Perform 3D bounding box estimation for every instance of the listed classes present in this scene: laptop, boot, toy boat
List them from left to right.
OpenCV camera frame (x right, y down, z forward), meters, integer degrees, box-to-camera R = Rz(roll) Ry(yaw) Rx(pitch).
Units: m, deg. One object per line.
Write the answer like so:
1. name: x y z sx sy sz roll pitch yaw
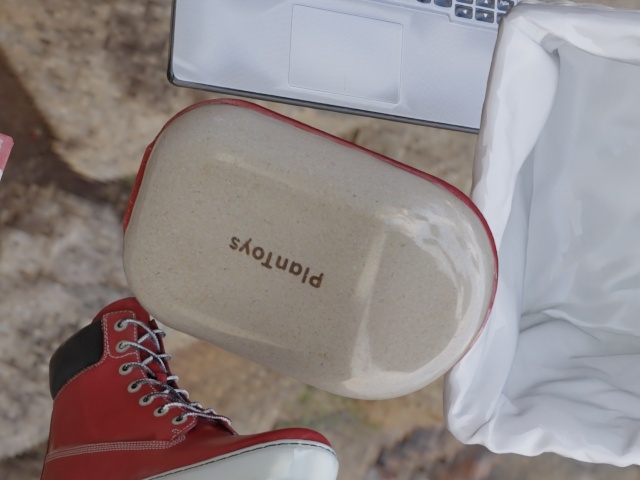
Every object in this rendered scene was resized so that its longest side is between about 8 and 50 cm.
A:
1. boot: -0.089 0.102 1.085 0.088 0.244 0.176 27 55 -41
2. toy boat: 0.000 0.000 1.097 0.151 0.231 0.151 -48 159 -70
3. laptop: 0.092 -0.328 1.555 0.236 0.382 0.408 -14 -109 63

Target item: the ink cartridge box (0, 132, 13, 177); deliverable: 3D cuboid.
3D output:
1. ink cartridge box: -0.276 -0.045 0.949 0.115 0.198 0.067 -98 -150 -69

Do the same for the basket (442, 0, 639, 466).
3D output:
1. basket: 0.274 -0.011 1.353 0.266 0.331 0.328 -67 164 -78
